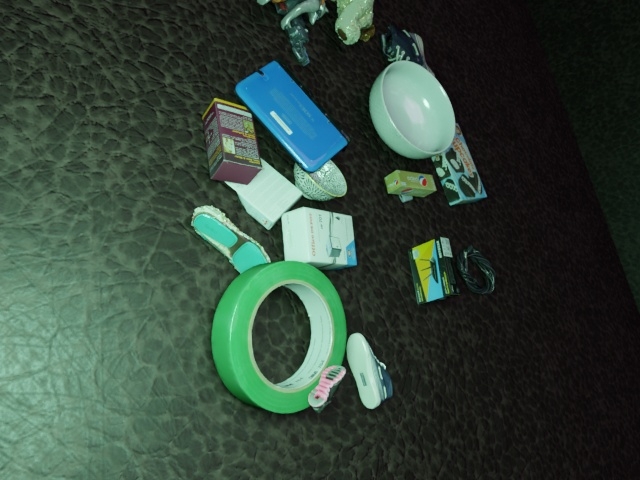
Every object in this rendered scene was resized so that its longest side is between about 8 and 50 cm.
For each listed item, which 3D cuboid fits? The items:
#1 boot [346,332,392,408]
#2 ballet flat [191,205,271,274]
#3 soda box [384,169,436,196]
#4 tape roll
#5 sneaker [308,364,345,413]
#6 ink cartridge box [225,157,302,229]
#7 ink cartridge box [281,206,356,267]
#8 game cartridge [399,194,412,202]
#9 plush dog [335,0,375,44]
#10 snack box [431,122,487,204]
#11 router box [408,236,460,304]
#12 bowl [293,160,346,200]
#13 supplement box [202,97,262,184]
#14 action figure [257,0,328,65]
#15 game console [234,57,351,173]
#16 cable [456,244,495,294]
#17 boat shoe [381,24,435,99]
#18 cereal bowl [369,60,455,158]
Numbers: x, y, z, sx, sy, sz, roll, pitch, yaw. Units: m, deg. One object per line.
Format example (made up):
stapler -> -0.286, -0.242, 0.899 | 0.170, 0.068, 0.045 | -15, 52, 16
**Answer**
boot -> 0.128, 0.325, 1.217 | 0.086, 0.069, 0.190 | -7, 83, -48
ballet flat -> -0.191, 0.005, 1.088 | 0.241, 0.091, 0.077 | 48, 16, -18
soda box -> 0.298, -0.186, 1.561 | 0.181, 0.061, 0.058 | 2, 69, -39
tape roll -> -0.080, 0.205, 1.037 | 0.321, 0.077, 0.321 | 7, 79, -41
sneaker -> 0.017, 0.326, 1.036 | 0.119, 0.047, 0.057 | -44, 135, -37
ink cartridge box -> -0.155, -0.130, 1.214 | 0.179, 0.045, 0.145 | 38, 49, 4
ink cartridge box -> 0.000, 0.000, 1.213 | 0.190, 0.082, 0.140 | 7, 73, -50
game cartridge -> 0.279, -0.171, 1.592 | 0.056, 0.017, 0.083 | -17, 82, -46
plush dog -> 0.117, -0.821, 1.644 | 0.262, 0.210, 0.225 | 59, 11, -1
snack box -> 0.510, -0.297, 1.807 | 0.187, 0.060, 0.322 | -10, 77, -42
router box -> 0.344, 0.095, 1.443 | 0.046, 0.133, 0.179 | 9, 65, -37
bowl -> -0.017, -0.165, 1.290 | 0.170, 0.080, 0.170 | 32, 35, -26
supplement box -> -0.218, -0.240, 1.157 | 0.104, 0.081, 0.188 | 7, 59, -37
action figure -> -0.068, -0.730, 1.435 | 0.330, 0.178, 0.341 | -13, 83, -63
game console -> -0.070, -0.323, 1.293 | 0.293, 0.173, 0.250 | 48, 62, -2
cable -> 0.552, 0.112, 1.665 | 0.150, 0.047, 0.184 | -36, 96, -43
boat shoe -> 0.319, -0.661, 1.789 | 0.158, 0.127, 0.341 | 9, 57, -29
cereal bowl -> 0.296, -0.428, 1.625 | 0.339, 0.141, 0.339 | 12, 68, -31
